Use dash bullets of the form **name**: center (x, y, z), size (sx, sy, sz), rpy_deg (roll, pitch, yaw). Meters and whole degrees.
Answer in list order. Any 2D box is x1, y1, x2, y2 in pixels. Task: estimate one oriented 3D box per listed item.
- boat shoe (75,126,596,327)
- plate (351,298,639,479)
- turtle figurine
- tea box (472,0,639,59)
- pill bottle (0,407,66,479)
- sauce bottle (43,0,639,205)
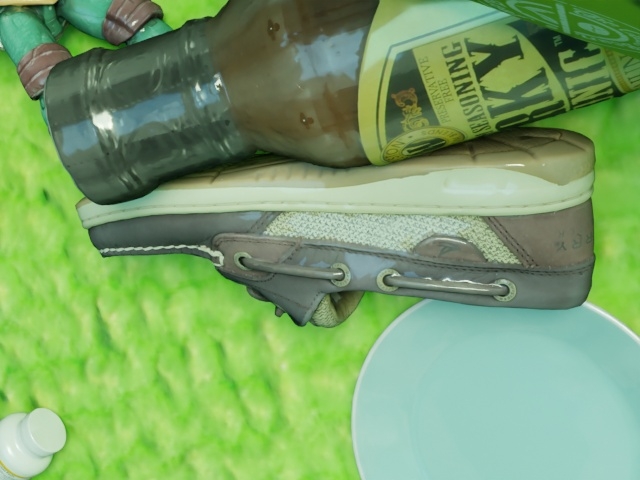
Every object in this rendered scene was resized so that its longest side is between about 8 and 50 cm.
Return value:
- **boat shoe**: center (0.000, 0.000, 0.604), size (0.285, 0.103, 0.092), rpy_deg (-4, 101, 25)
- **plate**: center (0.106, 0.109, 0.631), size (0.188, 0.024, 0.188), rpy_deg (8, 108, 24)
- **turtle figurine**: center (-0.164, -0.152, 0.637), size (0.175, 0.118, 0.234), rpy_deg (-43, 84, -13)
- **tea box**: center (0.154, -0.209, 0.296), size (0.323, 0.220, 0.329), rpy_deg (18, 94, -9)
- **pill bottle**: center (-0.204, 0.139, 0.774), size (0.083, 0.043, 0.043), rpy_deg (-32, 90, 28)
- **sauce bottle**: center (0.050, -0.094, 0.510), size (0.344, 0.111, 0.111), rpy_deg (-17, 97, 15)
